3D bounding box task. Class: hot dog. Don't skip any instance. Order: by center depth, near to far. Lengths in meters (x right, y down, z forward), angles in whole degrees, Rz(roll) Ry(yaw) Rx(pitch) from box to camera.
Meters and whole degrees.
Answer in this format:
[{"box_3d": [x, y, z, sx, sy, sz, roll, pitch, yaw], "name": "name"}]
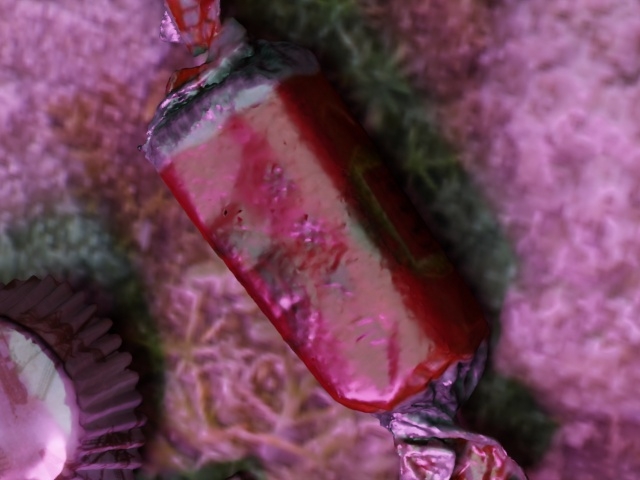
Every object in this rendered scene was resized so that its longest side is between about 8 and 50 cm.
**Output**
[{"box_3d": [-0.202, 0.107, 0.934, 0.268, 0.075, 0.144, -19, 98, 23], "name": "hot dog"}]

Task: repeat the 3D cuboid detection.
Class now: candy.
[{"box_3d": [0.000, 0.000, 0.827, 0.086, 0.059, 0.292, -35, 87, 25], "name": "candy"}]

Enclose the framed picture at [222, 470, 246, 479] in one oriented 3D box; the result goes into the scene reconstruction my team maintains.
[{"box_3d": [-0.124, 0.262, 0.899, 0.289, 0.016, 0.213, -24, 91, 2], "name": "framed picture"}]
